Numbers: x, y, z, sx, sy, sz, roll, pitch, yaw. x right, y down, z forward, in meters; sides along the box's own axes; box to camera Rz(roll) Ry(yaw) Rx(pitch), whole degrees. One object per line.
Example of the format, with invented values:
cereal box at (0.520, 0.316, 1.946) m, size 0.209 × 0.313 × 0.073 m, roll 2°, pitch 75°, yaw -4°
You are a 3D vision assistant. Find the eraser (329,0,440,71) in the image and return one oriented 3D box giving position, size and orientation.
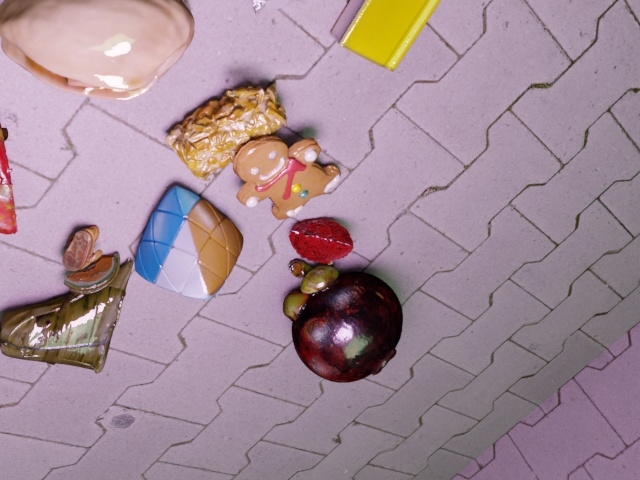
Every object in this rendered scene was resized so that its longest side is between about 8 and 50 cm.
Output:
eraser at (0.140, -0.464, 1.433) m, size 0.158 × 0.069 × 0.226 m, roll 15°, pitch 121°, yaw -38°

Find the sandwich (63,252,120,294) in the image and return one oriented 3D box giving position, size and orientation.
sandwich at (-0.492, 0.075, 1.571) m, size 0.135 × 0.067 × 0.029 m, roll -40°, pitch 172°, yaw -23°

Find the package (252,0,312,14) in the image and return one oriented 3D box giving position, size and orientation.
package at (-0.053, -0.513, 1.316) m, size 0.173 × 0.027 × 0.171 m, roll -17°, pitch 132°, yaw -13°

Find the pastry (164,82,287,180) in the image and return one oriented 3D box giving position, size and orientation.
pastry at (-0.184, -0.235, 1.444) m, size 0.250 × 0.102 × 0.154 m, roll -35°, pitch 130°, yaw 6°

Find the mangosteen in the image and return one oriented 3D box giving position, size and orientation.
mangosteen at (0.047, 0.199, 1.877) m, size 0.306 × 0.359 × 0.306 m, roll -41°, pitch 169°, yaw -10°

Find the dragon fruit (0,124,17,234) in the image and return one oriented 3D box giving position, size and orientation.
dragon fruit at (-0.661, -0.093, 1.297) m, size 0.211 × 0.134 × 0.262 m, roll -9°, pitch 132°, yaw -17°

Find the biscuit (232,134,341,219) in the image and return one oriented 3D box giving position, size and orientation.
biscuit at (-0.080, -0.133, 1.559) m, size 0.216 × 0.047 × 0.339 m, roll -37°, pitch 156°, yaw 5°

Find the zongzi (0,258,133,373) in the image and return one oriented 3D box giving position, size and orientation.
zongzi at (-0.569, 0.146, 1.588) m, size 0.250 × 0.125 × 0.275 m, roll 13°, pitch 106°, yaw -33°

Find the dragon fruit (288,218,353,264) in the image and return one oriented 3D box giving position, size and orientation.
dragon fruit at (0.000, 0.000, 1.779) m, size 0.162 × 0.083 × 0.106 m, roll 9°, pitch 138°, yaw -3°

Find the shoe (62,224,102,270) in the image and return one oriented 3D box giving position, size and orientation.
shoe at (-0.506, 0.019, 1.528) m, size 0.072 × 0.069 × 0.109 m, roll 15°, pitch 116°, yaw 7°

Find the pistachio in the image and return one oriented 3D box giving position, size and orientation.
pistachio at (-0.370, -0.349, 1.192) m, size 0.317 × 0.214 × 0.193 m, roll -1°, pitch 170°, yaw -19°

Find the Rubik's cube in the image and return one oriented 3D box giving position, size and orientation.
Rubik's cube at (-0.303, 0.054, 1.565) m, size 0.254 × 0.254 × 0.255 m, roll -15°, pitch 135°, yaw -16°
